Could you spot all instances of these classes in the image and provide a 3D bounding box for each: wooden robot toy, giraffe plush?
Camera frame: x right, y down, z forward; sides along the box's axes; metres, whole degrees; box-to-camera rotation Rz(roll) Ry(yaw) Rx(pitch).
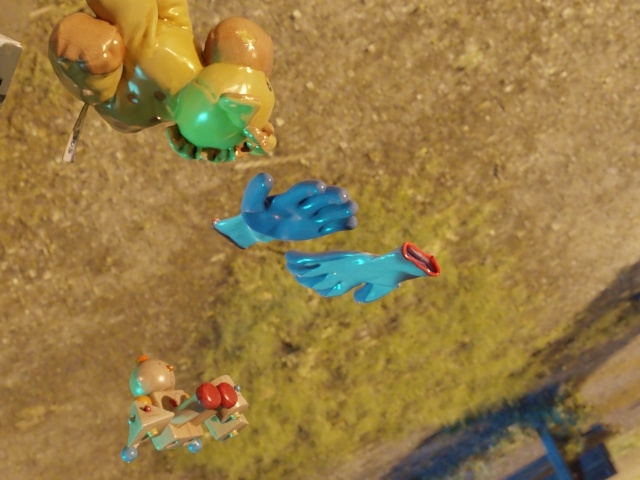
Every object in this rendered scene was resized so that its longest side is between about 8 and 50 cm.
[{"bbox_3d":[-0.113,0.119,0.816,0.076,0.079,0.173,-41,159,15],"label":"wooden robot toy"},{"bbox_3d":[-0.114,-0.140,0.865,0.181,0.171,0.210,-48,155,-68],"label":"giraffe plush"}]

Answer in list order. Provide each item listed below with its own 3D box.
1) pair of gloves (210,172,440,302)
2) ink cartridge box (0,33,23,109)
[{"bbox_3d":[0.000,0.000,0.912,0.159,0.023,0.198,-15,139,43],"label":"pair of gloves"},{"bbox_3d":[-0.368,-0.151,1.019,0.135,0.099,0.056,-68,161,8],"label":"ink cartridge box"}]
